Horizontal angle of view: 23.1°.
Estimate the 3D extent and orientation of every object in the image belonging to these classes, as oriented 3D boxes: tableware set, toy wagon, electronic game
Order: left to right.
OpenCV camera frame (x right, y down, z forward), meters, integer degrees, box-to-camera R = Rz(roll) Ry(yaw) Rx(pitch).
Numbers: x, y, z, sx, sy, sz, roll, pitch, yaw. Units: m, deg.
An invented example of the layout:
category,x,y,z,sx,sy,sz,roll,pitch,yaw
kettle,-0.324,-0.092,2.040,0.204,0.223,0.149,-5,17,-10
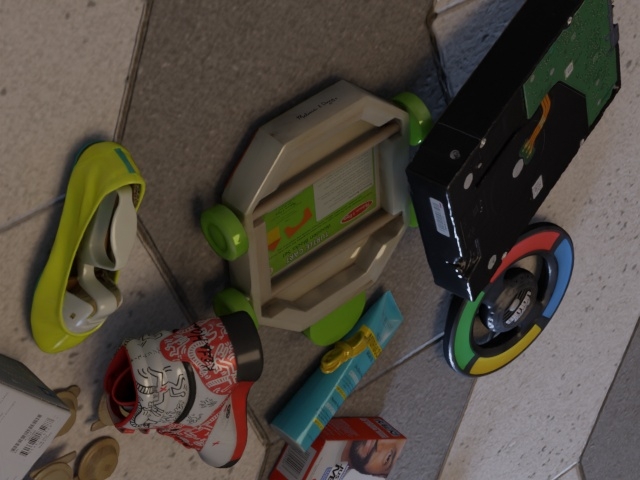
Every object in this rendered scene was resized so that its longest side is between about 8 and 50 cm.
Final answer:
category,x,y,z,sx,sy,sz,roll,pitch,yaw
tableware set,-0.241,0.202,1.578,0.141,0.020,0.168,-12,125,-50
toy wagon,0.000,0.000,1.638,0.267,0.068,0.344,-32,141,-26
electronic game,0.242,0.077,2.001,0.229,0.048,0.229,-30,140,-29

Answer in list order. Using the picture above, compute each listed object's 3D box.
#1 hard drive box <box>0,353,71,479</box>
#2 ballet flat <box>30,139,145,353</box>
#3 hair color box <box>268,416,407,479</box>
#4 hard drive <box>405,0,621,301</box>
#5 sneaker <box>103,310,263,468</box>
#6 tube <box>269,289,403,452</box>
category,x,y,z,sx,sy,sz,roll,pitch,yaw
hard drive box,-0.358,0.167,1.353,0.181,0.089,0.232,-53,146,0
ballet flat,-0.206,0.021,1.409,0.077,0.077,0.231,-11,128,-45
hair color box,0.023,0.267,1.913,0.167,0.053,0.093,6,115,-52
hard drive,0.218,-0.127,1.710,0.339,0.064,0.237,-53,152,-19
sneaker,-0.148,0.164,1.588,0.145,0.090,0.270,-12,151,-17
tube,0.025,0.152,1.824,0.207,0.052,0.080,-51,156,-14
